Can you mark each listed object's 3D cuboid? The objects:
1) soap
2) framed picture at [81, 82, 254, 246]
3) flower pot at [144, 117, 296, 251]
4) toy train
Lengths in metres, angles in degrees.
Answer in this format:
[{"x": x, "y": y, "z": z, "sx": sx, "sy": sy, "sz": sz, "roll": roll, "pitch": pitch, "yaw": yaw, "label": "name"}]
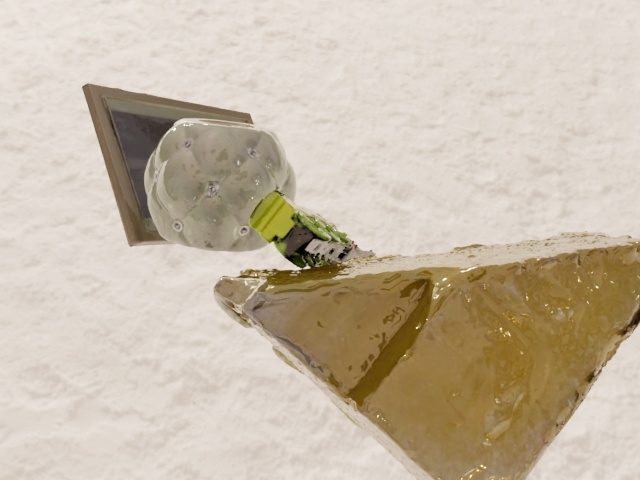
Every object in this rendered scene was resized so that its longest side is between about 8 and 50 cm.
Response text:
[{"x": 0.126, "y": 0.029, "z": 0.596, "sx": 0.304, "sy": 0.169, "sz": 0.338, "roll": 45, "pitch": 76, "yaw": -13, "label": "soap"}, {"x": -0.250, "y": -0.147, "z": 1.300, "sx": 0.446, "sy": 0.028, "sz": 0.325, "roll": -4, "pitch": 70, "yaw": -55, "label": "framed picture"}, {"x": -0.162, "y": -0.094, "z": 1.029, "sx": 0.246, "sy": 0.195, "sz": 0.246, "roll": 7, "pitch": 12, "yaw": -1, "label": "flower pot"}, {"x": 0.000, "y": 0.000, "z": 0.703, "sx": 0.085, "sy": 0.250, "sz": 0.053, "roll": 44, "pitch": 96, "yaw": 16, "label": "toy train"}]
